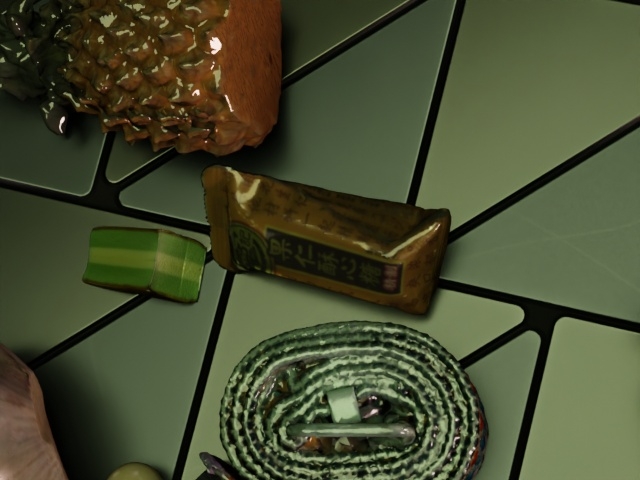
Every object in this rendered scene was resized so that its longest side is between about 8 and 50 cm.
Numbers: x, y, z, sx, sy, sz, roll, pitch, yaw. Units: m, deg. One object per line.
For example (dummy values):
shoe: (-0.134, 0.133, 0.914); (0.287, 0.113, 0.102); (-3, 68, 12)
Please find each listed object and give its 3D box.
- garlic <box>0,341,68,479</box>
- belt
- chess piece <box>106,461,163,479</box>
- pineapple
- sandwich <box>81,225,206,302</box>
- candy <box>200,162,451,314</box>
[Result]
garlic: (-0.391, 0.241, 1.611); (0.259, 0.317, 0.317); (-17, 78, -2)
belt: (0.022, 0.188, 1.630); (0.295, 0.160, 0.206); (3, 81, 9)
chess piece: (-0.167, 0.311, 1.681); (0.094, 0.094, 0.170); (-43, 70, 0)
pineapple: (-0.228, -0.198, 1.727); (0.357, 0.223, 0.222); (-1, 80, 17)
sandwich: (-0.197, 0.027, 1.772); (0.116, 0.074, 0.074); (4, 80, 42)
candy: (0.000, 0.000, 1.693); (0.271, 0.101, 0.143); (12, 125, 11)
